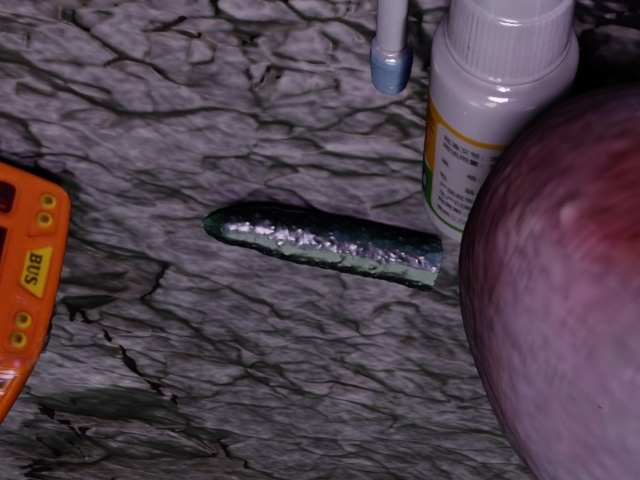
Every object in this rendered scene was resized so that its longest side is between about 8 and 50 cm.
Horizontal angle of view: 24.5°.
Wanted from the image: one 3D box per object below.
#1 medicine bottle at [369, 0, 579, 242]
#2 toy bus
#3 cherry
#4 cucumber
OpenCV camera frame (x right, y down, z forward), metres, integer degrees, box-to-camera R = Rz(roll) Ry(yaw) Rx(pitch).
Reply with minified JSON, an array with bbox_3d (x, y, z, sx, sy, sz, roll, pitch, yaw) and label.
[{"bbox_3d":[0.062,-0.078,0.617,0.092,0.061,0.220,23,155,12],"label":"medicine bottle"},{"bbox_3d":[-0.253,0.065,0.890,0.153,0.143,0.329,15,151,-17],"label":"toy bus"},{"bbox_3d":[0.153,0.039,0.583,0.213,0.183,0.266,44,-172,35],"label":"cherry"},{"bbox_3d":[0.000,0.000,0.814,0.133,0.032,0.032,12,153,-7],"label":"cucumber"}]
